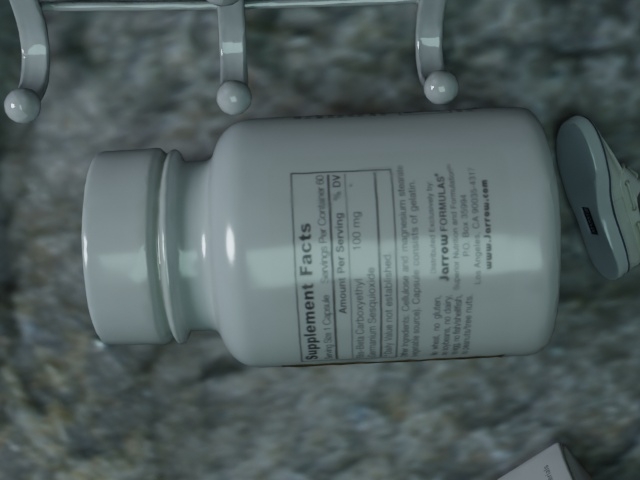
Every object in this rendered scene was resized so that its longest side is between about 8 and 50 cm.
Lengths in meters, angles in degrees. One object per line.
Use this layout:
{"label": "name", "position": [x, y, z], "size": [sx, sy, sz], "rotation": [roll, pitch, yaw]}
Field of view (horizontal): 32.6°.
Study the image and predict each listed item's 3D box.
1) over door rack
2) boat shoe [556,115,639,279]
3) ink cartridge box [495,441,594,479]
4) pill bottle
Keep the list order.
{"label": "over door rack", "position": [-0.043, -0.170, 0.449], "size": [0.239, 0.108, 0.324], "rotation": [-2, 142, -4]}
{"label": "boat shoe", "position": [0.163, -0.028, 0.619], "size": [0.035, 0.035, 0.100], "rotation": [-28, 108, -18]}
{"label": "ink cartridge box", "position": [0.104, 0.299, 0.705], "size": [0.283, 0.117, 0.207], "rotation": [-36, 109, 13]}
{"label": "pill bottle", "position": [0.000, 0.000, 0.573], "size": [0.229, 0.131, 0.131], "rotation": [-2, 113, 1]}
